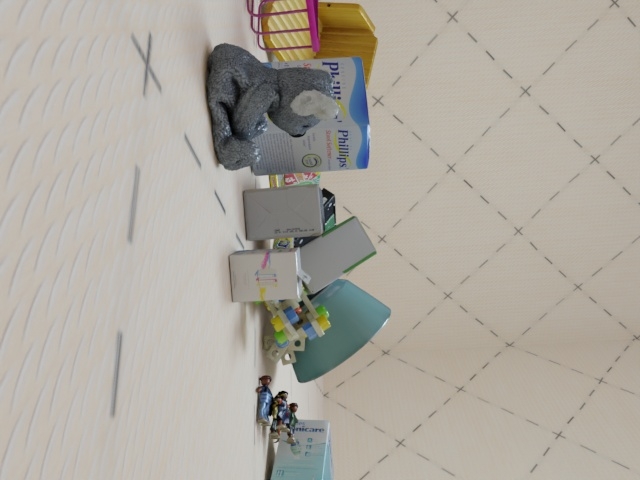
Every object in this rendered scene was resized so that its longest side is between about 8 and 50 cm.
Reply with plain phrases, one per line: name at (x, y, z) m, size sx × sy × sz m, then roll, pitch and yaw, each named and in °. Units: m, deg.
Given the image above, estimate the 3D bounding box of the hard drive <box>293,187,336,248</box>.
hard drive at (-0.032, -0.030, 2.030) m, size 0.237 × 0.064 × 0.339 m, roll -51°, pitch 163°, yaw -16°

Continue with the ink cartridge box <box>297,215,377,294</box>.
ink cartridge box at (-0.002, 0.053, 1.407) m, size 0.117 × 0.201 × 0.278 m, roll 59°, pitch -18°, yaw 0°

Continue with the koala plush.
koala plush at (-0.077, -0.253, 0.945) m, size 0.196 × 0.221 × 0.203 m, roll -89°, pitch 175°, yaw -58°

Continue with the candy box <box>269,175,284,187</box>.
candy box at (-0.138, -0.184, 1.708) m, size 0.206 × 0.027 × 0.105 m, roll -88°, pitch 171°, yaw -71°

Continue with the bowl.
bowl at (0.017, 0.216, 1.410) m, size 0.163 × 0.311 × 0.311 m, roll 53°, pitch 3°, yaw 0°

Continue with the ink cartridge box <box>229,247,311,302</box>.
ink cartridge box at (-0.092, 0.063, 1.008) m, size 0.092 × 0.143 × 0.090 m, roll -72°, pitch 158°, yaw -84°

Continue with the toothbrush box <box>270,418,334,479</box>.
toothbrush box at (-0.043, 0.609, 1.251) m, size 0.295 × 0.126 × 0.216 m, roll -77°, pitch 165°, yaw -57°

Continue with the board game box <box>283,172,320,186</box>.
board game box at (-0.068, -0.194, 1.884) m, size 0.259 × 0.124 × 0.039 m, roll 101°, pitch -18°, yaw -70°

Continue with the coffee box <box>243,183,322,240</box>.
coffee box at (-0.078, -0.069, 1.292) m, size 0.297 × 0.168 × 0.119 m, roll -67°, pitch 152°, yaw -87°

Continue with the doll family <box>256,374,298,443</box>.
doll family at (-0.099, 0.386, 1.216) m, size 0.193 × 0.076 × 0.111 m, roll 79°, pitch 12°, yaw -51°

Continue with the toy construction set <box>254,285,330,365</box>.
toy construction set at (-0.071, 0.160, 1.189) m, size 0.215 × 0.151 × 0.328 m, roll 55°, pitch -21°, yaw 17°

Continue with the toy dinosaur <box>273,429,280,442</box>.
toy dinosaur at (-0.104, 0.471, 1.386) m, size 0.090 × 0.047 × 0.082 m, roll -12°, pitch 80°, yaw -77°

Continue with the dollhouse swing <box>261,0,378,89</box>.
dollhouse swing at (0.011, -0.702, 1.784) m, size 0.305 × 0.315 × 0.347 m, roll 67°, pitch 34°, yaw -65°

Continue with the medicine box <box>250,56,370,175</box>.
medicine box at (-0.031, -0.312, 1.313) m, size 0.149 × 0.289 × 0.263 m, roll 83°, pitch 4°, yaw -54°

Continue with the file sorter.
file sorter at (-0.105, -0.665, 1.378) m, size 0.291 × 0.182 × 0.202 m, roll 78°, pitch 10°, yaw -69°

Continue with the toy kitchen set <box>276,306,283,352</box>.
toy kitchen set at (-0.086, 0.279, 1.617) m, size 0.207 × 0.122 × 0.166 m, roll 42°, pitch 41°, yaw -57°

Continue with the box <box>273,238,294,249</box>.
box at (-0.114, 0.005, 1.666) m, size 0.169 × 0.054 × 0.059 m, roll -91°, pitch 177°, yaw -59°

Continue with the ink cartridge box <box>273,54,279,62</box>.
ink cartridge box at (-0.134, -0.791, 1.976) m, size 0.154 × 0.093 × 0.212 m, roll 84°, pitch 6°, yaw -52°
